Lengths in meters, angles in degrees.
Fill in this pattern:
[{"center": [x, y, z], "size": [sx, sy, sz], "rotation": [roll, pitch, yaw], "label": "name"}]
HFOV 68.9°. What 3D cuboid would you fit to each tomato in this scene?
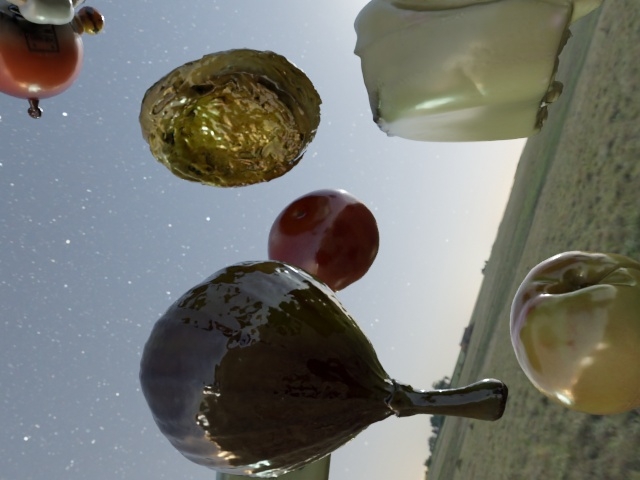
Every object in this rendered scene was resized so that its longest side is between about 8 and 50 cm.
[{"center": [0.000, 0.000, 0.768], "size": [0.136, 0.195, 0.195], "rotation": [55, -128, -37], "label": "tomato"}]

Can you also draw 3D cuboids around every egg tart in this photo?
[{"center": [-0.130, -0.187, 0.710], "size": [0.291, 0.290, 0.107], "rotation": [61, -164, -63], "label": "egg tart"}]

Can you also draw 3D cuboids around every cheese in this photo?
[{"center": [0.156, -0.172, 0.457], "size": [0.266, 0.233, 0.127], "rotation": [-12, -79, -71], "label": "cheese"}]

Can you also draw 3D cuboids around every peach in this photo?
[{"center": [0.305, 0.106, 0.530], "size": [0.184, 0.184, 0.184], "rotation": [-52, -29, -44], "label": "peach"}]

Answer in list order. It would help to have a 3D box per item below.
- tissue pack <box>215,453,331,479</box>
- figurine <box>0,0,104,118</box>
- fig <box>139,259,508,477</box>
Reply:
[{"center": [-0.082, 0.319, 0.918], "size": [0.332, 0.205, 0.405], "rotation": [142, 137, -78], "label": "tissue pack"}, {"center": [-0.595, -0.419, 0.953], "size": [0.320, 0.196, 0.323], "rotation": [-19, -14, -42], "label": "figurine"}, {"center": [0.001, 0.118, 0.433], "size": [0.217, 0.320, 0.217], "rotation": [10, -102, -60], "label": "fig"}]
